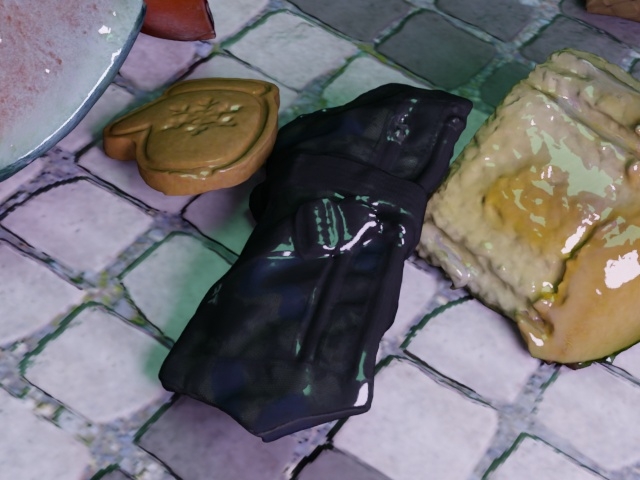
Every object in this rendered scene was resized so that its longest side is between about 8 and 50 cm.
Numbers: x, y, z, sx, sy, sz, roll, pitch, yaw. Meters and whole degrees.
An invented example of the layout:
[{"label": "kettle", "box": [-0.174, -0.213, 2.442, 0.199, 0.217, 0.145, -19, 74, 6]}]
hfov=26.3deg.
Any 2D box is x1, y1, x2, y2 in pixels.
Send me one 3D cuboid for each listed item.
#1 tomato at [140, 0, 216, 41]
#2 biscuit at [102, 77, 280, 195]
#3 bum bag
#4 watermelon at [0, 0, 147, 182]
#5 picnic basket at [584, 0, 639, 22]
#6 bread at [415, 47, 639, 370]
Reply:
[{"label": "tomato", "box": [-0.138, -0.238, 0.967, 0.085, 0.225, 0.225, -19, 50, -3]}, {"label": "biscuit", "box": [-0.086, -0.073, 0.901, 0.118, 0.023, 0.140, -5, 32, 2]}, {"label": "bum bag", "box": [0.000, 0.000, 0.823, 0.137, 0.074, 0.310, -6, 36, 25]}, {"label": "watermelon", "box": [-0.269, -0.108, 0.845, 0.321, 0.188, 0.175, 22, 0, 17]}, {"label": "picnic basket", "box": [0.284, -0.270, 1.144, 0.137, 0.128, 0.179, 9, 61, -10]}, {"label": "bread", "box": [0.195, -0.048, 0.897, 0.251, 0.133, 0.174, -30, 58, -35]}]
